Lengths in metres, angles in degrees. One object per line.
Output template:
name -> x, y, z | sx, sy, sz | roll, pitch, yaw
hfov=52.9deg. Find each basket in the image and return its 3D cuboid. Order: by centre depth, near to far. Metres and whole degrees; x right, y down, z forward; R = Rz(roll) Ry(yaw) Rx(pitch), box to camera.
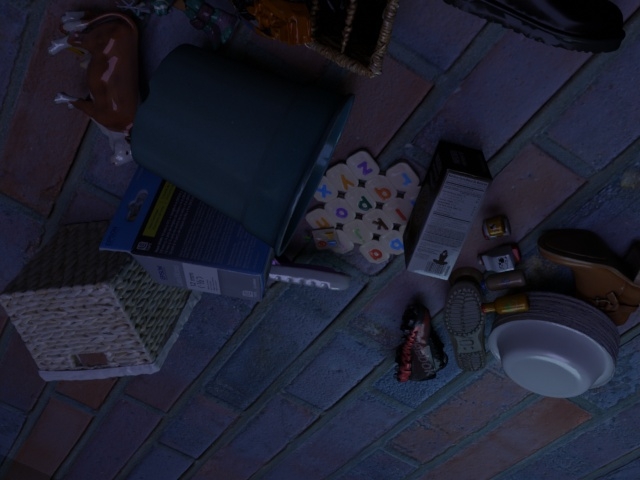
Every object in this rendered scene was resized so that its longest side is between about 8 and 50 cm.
basket -> 0.036, -0.454, 1.037 | 0.213, 0.223, 0.299 | 14, 130, 0
basket -> -0.516, 0.129, 1.560 | 0.328, 0.331, 0.266 | -7, 121, 17

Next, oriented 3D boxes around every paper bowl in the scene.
paper bowl -> 0.536, 0.257, 1.499 | 0.284, 0.148, 0.284 | 19, 145, 14

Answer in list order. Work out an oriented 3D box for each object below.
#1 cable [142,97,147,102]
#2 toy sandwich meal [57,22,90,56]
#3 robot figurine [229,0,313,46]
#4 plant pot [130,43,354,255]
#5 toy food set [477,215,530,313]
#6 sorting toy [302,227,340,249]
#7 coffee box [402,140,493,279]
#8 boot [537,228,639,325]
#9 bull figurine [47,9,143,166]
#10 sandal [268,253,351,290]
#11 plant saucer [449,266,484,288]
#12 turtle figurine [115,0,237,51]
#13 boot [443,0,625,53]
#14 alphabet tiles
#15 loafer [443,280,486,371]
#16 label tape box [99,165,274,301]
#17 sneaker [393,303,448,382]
cable -> -0.353, -0.236, 1.406 | 0.150, 0.047, 0.184 | 41, 124, -20
toy sandwich meal -> -0.496, -0.411, 1.306 | 0.085, 0.029, 0.086 | 6, 129, 7
robot figurine -> -0.107, -0.443, 1.061 | 0.085, 0.291, 0.211 | -20, 135, -29
plant pot -> -0.156, -0.192, 1.236 | 0.334, 0.341, 0.341 | 25, 129, 0
toy food set -> 0.386, 0.048, 1.436 | 0.104, 0.111, 0.232 | -13, 115, 28
sorting toy -> 0.000, 0.000, 1.517 | 0.083, 0.012, 0.062 | -7, 127, 17
coffee box -> 0.256, -0.062, 1.336 | 0.098, 0.141, 0.246 | 13, 121, -6
boot -> 0.601, 0.092, 1.448 | 0.283, 0.109, 0.220 | 6, 133, -3
bull figurine -> -0.432, -0.305, 1.286 | 0.188, 0.101, 0.310 | 11, 119, 2
sandal -> -0.129, 0.038, 1.532 | 0.416, 0.169, 0.102 | 12, 87, 0
plant saucer -> 0.352, 0.100, 1.548 | 0.083, 0.015, 0.083 | 6, 129, 7
turtle figurine -> -0.274, -0.437, 1.170 | 0.234, 0.175, 0.118 | 26, 97, -23
boot -> 0.372, -0.463, 1.018 | 0.348, 0.131, 0.260 | 19, 129, -3
alphabet tiles -> 0.111, -0.071, 1.458 | 0.284, 0.021, 0.278 | -28, 118, 29
loafer -> 0.355, 0.200, 1.579 | 0.102, 0.092, 0.269 | -4, 122, 12
label tape box -> -0.268, -0.022, 1.421 | 0.347, 0.249, 0.115 | 9, 143, 6
sneaker -> 0.266, 0.266, 1.647 | 0.135, 0.098, 0.276 | 7, 131, 6
